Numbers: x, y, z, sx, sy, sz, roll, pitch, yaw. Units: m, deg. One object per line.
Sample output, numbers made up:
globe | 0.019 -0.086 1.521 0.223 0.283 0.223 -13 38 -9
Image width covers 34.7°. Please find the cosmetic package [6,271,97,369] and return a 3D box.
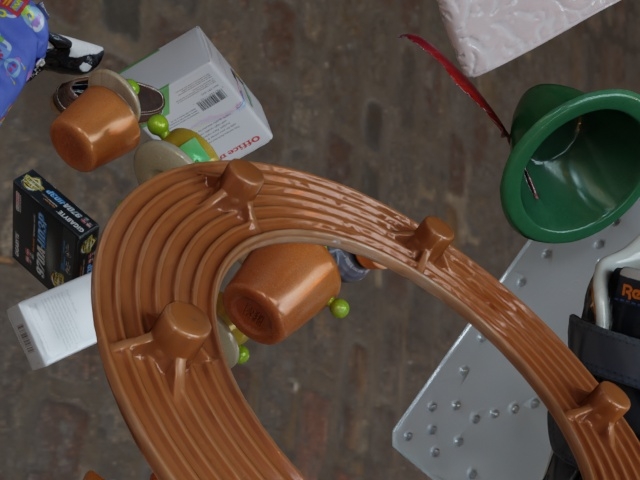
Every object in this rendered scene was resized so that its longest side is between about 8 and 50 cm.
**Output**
cosmetic package | -0.395 0.118 1.729 0.231 0.085 0.117 -24 92 -33

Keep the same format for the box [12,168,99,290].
box | -0.489 0.002 1.875 0.051 0.175 0.220 -39 160 -38

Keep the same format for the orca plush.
orca plush | -0.523 -0.326 1.805 0.287 0.151 0.102 7 98 -54

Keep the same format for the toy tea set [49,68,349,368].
toy tea set | -0.113 -0.031 1.011 0.124 0.200 0.336 -45 112 -39

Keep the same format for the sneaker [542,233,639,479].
sneaker | 0.212 0.098 0.660 0.127 0.126 0.321 43 68 -47

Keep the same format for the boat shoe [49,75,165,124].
boat shoe | -0.337 -0.232 1.680 0.207 0.073 0.073 -9 75 -44

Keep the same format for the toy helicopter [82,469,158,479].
toy helicopter | -0.361 0.532 2.152 0.235 0.355 0.140 16 63 -22

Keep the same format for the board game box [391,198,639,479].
board game box | 0.312 0.149 1.030 0.390 0.390 0.050 -54 134 -3

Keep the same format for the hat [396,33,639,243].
hat | 0.218 -0.127 1.035 0.208 0.173 0.183 60 1 -44

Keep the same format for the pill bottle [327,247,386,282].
pill bottle | 0.000 0.000 1.571 0.130 0.245 0.130 1 89 -53

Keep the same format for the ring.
ring | 0.050 0.068 0.494 0.336 0.032 0.337 27 29 -16

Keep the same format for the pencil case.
pencil case | -0.469 -0.222 1.410 0.133 0.119 0.306 35 40 -23

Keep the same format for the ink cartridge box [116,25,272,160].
ink cartridge box | -0.254 -0.273 2.103 0.278 0.201 0.117 48 17 -52

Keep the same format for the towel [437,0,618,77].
towel | 0.321 -0.461 1.636 0.332 0.317 0.053 60 3 -39
